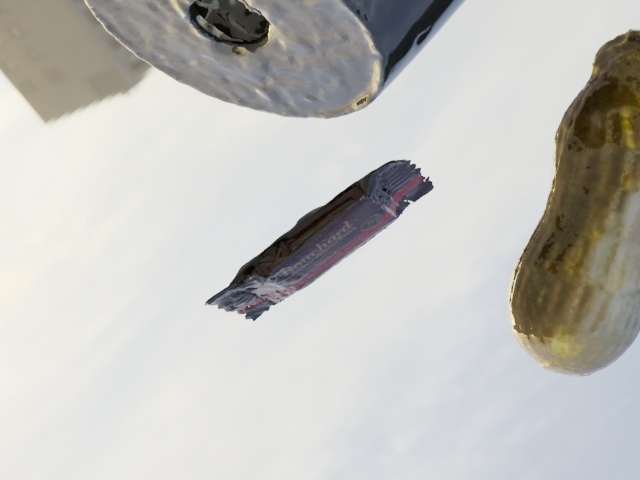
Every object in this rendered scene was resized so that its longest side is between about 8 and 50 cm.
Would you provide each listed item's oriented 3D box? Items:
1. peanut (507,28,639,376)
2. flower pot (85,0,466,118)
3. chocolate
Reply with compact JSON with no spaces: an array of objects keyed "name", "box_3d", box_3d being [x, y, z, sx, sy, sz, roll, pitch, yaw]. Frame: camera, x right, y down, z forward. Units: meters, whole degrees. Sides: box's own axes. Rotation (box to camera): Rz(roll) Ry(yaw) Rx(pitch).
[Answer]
[{"name":"peanut","box_3d":[0.169,-0.020,0.819,0.087,0.087,0.207,-143,-112,-66]},{"name":"flower pot","box_3d":[-0.019,-0.168,0.696,0.269,0.269,0.166,-6,-127,51]},{"name":"chocolate","box_3d":[0.000,0.000,1.027,0.182,0.086,0.028,-40,-116,13]}]
